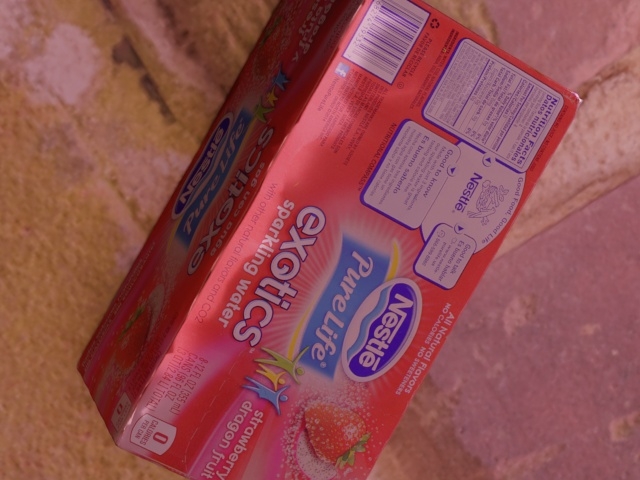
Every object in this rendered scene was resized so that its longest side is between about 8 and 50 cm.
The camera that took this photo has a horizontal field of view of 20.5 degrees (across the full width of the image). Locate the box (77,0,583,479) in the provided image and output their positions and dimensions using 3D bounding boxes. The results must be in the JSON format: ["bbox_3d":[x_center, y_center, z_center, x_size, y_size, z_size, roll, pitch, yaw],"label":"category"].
[{"bbox_3d":[0.000,0.000,1.048,0.154,0.142,0.300,27,95,-21],"label":"box"}]
